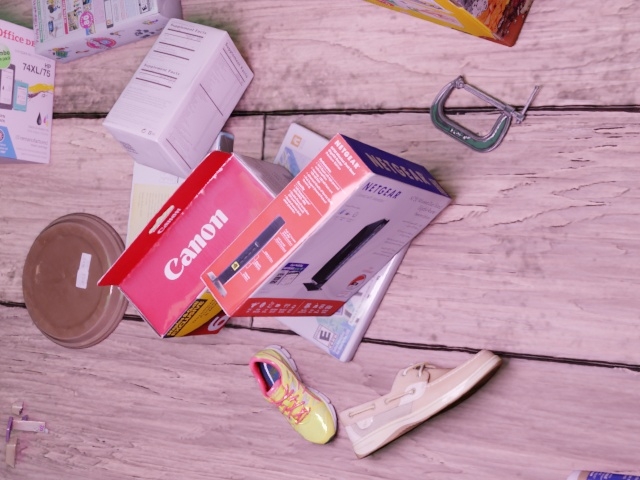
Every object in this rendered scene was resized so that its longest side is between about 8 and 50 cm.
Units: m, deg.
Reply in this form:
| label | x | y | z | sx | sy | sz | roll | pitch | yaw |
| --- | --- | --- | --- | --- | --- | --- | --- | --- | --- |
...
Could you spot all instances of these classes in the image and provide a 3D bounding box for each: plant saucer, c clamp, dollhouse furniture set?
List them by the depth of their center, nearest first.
| label | x | y | z | sx | sy | sz | roll | pitch | yaw |
| --- | --- | --- | --- | --- | --- | --- | --- | --- | --- |
| c clamp | 0.264 | -0.220 | 1.617 | 0.161 | 0.022 | 0.137 | 28 | 105 | 24 |
| plant saucer | -0.503 | 0.081 | 1.977 | 0.278 | 0.041 | 0.277 | -2 | 85 | 27 |
| dollhouse furniture set | -0.606 | 0.408 | 2.029 | 0.081 | 0.091 | 0.114 | 7 | 119 | -12 |

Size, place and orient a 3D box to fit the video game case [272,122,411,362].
| label | x | y | z | sx | sy | sz | roll | pitch | yaw |
| --- | --- | --- | --- | --- | --- | --- | --- | --- | --- |
| video game case | 0.000 | 0.000 | 1.728 | 0.300 | 0.036 | 0.329 | 31 | 101 | 25 |

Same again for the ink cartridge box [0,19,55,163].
| label | x | y | z | sx | sy | sz | roll | pitch | yaw |
| --- | --- | --- | --- | --- | --- | --- | --- | --- | --- |
| ink cartridge box | -0.685 | -0.301 | 1.999 | 0.197 | 0.198 | 0.270 | 3 | 89 | 28 |

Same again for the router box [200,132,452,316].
| label | x | y | z | sx | sy | sz | roll | pitch | yaw |
| --- | --- | --- | --- | --- | --- | --- | --- | --- | --- |
| router box | 0.019 | -0.008 | 1.511 | 0.301 | 0.335 | 0.082 | -45 | 68 | 17 |

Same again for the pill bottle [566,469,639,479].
| label | x | y | z | sx | sy | sz | roll | pitch | yaw |
| --- | --- | --- | --- | --- | --- | --- | --- | --- | --- |
| pill bottle | 0.486 | 0.417 | 1.394 | 0.265 | 0.153 | 0.153 | 1 | 88 | 27 |

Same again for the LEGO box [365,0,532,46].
| label | x | y | z | sx | sy | sz | roll | pitch | yaw |
| --- | --- | --- | --- | --- | --- | --- | --- | --- | --- |
| LEGO box | 0.068 | -0.500 | 1.532 | 0.500 | 0.372 | 0.193 | 24 | 98 | 25 |

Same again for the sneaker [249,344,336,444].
| label | x | y | z | sx | sy | sz | roll | pitch | yaw |
| --- | --- | --- | --- | --- | --- | --- | --- | --- | --- |
| sneaker | -0.057 | 0.276 | 1.710 | 0.081 | 0.094 | 0.208 | -48 | 70 | 15 |

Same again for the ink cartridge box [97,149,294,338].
| label | x | y | z | sx | sy | sz | roll | pitch | yaw |
| --- | --- | --- | --- | --- | --- | --- | --- | --- | --- |
| ink cartridge box | -0.177 | 0.012 | 1.632 | 0.130 | 0.272 | 0.309 | 46 | 104 | 17 |

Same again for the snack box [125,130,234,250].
| label | x | y | z | sx | sy | sz | roll | pitch | yaw |
| --- | --- | --- | --- | --- | --- | --- | --- | --- | --- |
| snack box | -0.271 | -0.049 | 1.853 | 0.187 | 0.060 | 0.321 | 6 | 90 | 25 |

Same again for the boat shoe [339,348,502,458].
| label | x | y | z | sx | sy | sz | roll | pitch | yaw |
| --- | --- | --- | --- | --- | --- | --- | --- | --- | --- |
| boat shoe | 0.157 | 0.249 | 1.599 | 0.302 | 0.109 | 0.098 | -37 | 73 | 26 |

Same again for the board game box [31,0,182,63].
| label | x | y | z | sx | sy | sz | roll | pitch | yaw |
| --- | --- | --- | --- | --- | --- | --- | --- | --- | --- |
| board game box | -0.432 | -0.502 | 1.940 | 0.303 | 0.097 | 0.224 | -10 | 82 | 25 |

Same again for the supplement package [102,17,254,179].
| label | x | y | z | sx | sy | sz | roll | pitch | yaw |
| --- | --- | --- | --- | --- | --- | --- | --- | --- | --- |
| supplement package | -0.252 | -0.256 | 1.764 | 0.134 | 0.139 | 0.244 | 19 | 70 | 28 |
